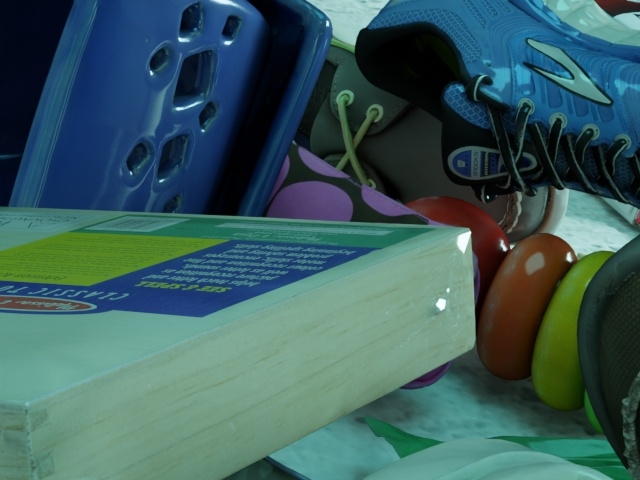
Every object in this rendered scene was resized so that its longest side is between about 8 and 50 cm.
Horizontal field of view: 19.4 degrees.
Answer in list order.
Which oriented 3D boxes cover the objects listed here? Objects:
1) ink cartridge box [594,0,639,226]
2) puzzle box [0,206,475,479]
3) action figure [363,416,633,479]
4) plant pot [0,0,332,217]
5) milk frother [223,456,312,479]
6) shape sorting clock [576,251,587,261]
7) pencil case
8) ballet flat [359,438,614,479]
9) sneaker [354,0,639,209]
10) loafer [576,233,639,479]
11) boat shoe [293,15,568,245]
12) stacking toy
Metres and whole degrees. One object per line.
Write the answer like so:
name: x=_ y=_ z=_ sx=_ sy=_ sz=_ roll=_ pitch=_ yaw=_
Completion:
ink cartridge box: x=0.354 y=-0.086 z=1.519 sx=0.309 sy=0.130 sz=0.272 roll=4 pitch=28 yaw=-33
puzzle box: x=-0.180 y=0.036 z=0.718 sx=0.409 sy=0.052 sz=0.272 roll=3 pitch=12 yaw=32
action figure: x=0.145 y=0.139 z=0.933 sx=0.232 sy=0.063 sz=0.137 roll=7 pitch=24 yaw=-18
plant pot: x=-0.145 y=-0.075 z=0.985 sx=0.236 sy=0.236 sz=0.212 roll=35 pitch=22 yaw=34
milk frother: x=-0.063 y=0.132 z=0.694 sx=0.143 sy=0.135 sz=0.129 roll=29 pitch=-8 yaw=13
shape sorting clock: x=0.248 y=0.045 z=1.213 sx=0.206 sy=0.040 sz=0.206 roll=20 pitch=8 yaw=-3
pencil case: x=0.000 y=0.000 z=1.061 sx=0.209 sy=0.098 sz=0.095 roll=31 pitch=-14 yaw=37
ballet flat: x=0.029 y=0.127 z=0.523 sx=0.139 sy=0.139 sz=0.400 roll=32 pitch=24 yaw=29
sneaker: x=0.149 y=-0.060 z=1.109 sx=0.147 sy=0.130 sz=0.330 roll=-34 pitch=48 yaw=-26
loafer: x=0.209 y=0.135 z=0.693 sx=0.366 sy=0.134 sz=0.130 roll=57 pitch=14 yaw=-32
boat shoe: x=0.026 y=-0.078 z=1.273 sx=0.096 sy=0.117 sz=0.324 roll=-10 pitch=32 yaw=-41
stacking toy: x=0.173 y=0.065 z=1.069 sx=0.330 sy=0.141 sz=0.141 roll=20 pitch=22 yaw=21
